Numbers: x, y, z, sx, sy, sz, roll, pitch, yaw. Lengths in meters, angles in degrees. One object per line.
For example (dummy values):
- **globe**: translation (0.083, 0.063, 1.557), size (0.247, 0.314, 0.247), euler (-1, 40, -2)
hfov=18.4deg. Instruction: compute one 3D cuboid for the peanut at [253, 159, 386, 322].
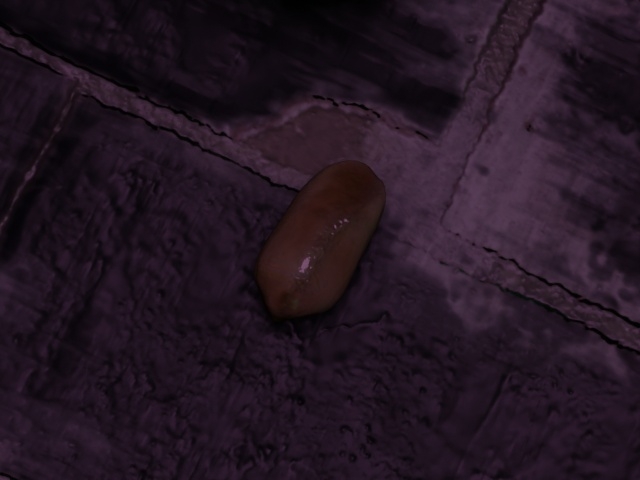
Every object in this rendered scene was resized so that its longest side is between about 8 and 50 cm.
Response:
- **peanut**: translation (0.000, 0.000, 1.599), size (0.076, 0.076, 0.152), euler (30, 76, 4)
